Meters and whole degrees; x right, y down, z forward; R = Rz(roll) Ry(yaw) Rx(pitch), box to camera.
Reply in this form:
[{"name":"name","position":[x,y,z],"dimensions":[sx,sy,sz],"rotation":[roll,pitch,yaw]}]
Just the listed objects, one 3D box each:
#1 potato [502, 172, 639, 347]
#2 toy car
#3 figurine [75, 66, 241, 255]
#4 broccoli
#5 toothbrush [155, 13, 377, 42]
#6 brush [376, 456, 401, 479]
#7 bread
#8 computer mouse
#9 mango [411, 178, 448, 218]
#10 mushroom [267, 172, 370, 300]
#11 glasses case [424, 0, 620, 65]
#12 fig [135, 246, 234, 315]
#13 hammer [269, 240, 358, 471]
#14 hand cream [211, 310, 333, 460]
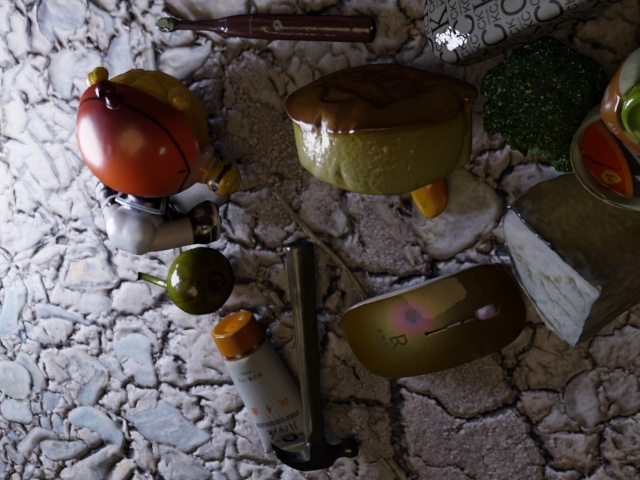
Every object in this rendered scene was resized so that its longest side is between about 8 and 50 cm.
[{"name":"potato","position":[0.426,-0.004,1.197],"dimensions":[0.264,0.211,0.189],"rotation":[-30,60,-5]},{"name":"toy car","position":[0.417,-0.113,0.982],"dimensions":[0.235,0.145,0.235],"rotation":[27,145,21]},{"name":"figurine","position":[-0.288,-0.139,1.313],"dimensions":[0.320,0.196,0.323],"rotation":[15,127,19]},{"name":"broccoli","position":[0.312,-0.190,1.118],"dimensions":[0.195,0.195,0.156],"rotation":[11,151,14]},{"name":"toothbrush","position":[-0.090,-0.333,1.250],"dimensions":[0.363,0.041,0.041],"rotation":[6,115,16]},{"name":"brush","position":[0.136,0.450,1.539],"dimensions":[0.016,0.013,0.084],"rotation":[-33,98,30]},{"name":"bread","position":[0.087,-0.167,1.137],"dimensions":[0.269,0.270,0.148],"rotation":[3,118,17]},{"name":"computer mouse","position":[0.184,0.137,1.341],"dimensions":[0.310,0.072,0.158],"rotation":[-19,108,20]},{"name":"mango","position":[0.173,-0.073,1.276],"dimensions":[0.060,0.046,0.089],"rotation":[5,127,19]},{"name":"mushroom","position":[-0.002,0.000,1.382],"dimensions":[0.026,0.028,0.286],"rotation":[-39,101,-14]},{"name":"glasses case","position":[0.280,-0.338,1.038],"dimensions":[0.354,0.085,0.137],"rotation":[-17,79,45]},{"name":"fig","position":[-0.256,0.077,1.461],"dimensions":[0.236,0.124,0.124],"rotation":[-6,112,42]},{"name":"hammer","position":[-0.021,0.214,1.445],"dimensions":[0.168,0.044,0.440],"rotation":[-9,107,-20]},{"name":"hand cream","position":[-0.103,0.282,1.508],"dimensions":[0.139,0.089,0.314],"rotation":[-23,112,15]}]
